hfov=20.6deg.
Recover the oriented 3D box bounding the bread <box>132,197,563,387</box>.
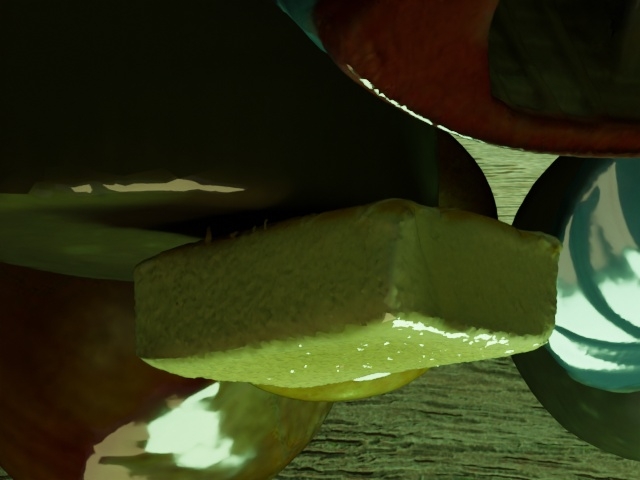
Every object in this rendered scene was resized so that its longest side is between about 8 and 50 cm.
[{"bbox_3d":[0.012,0.028,0.874,0.125,0.068,0.188,11,163,-43],"label":"bread"}]

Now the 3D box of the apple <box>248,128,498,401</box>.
[{"bbox_3d":[0.000,0.000,1.234,0.236,0.237,0.207,7,-179,-21],"label":"apple"}]

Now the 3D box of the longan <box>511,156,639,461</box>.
[{"bbox_3d":[0.256,0.026,1.196,0.300,0.243,0.300,-10,-172,1],"label":"longan"}]

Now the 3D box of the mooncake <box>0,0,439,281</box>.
[{"bbox_3d":[-0.074,-0.069,0.952,0.284,0.156,0.284,3,171,0],"label":"mooncake"}]

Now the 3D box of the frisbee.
[{"bbox_3d":[0.242,-0.016,0.924,0.289,0.049,0.289,-21,141,-18],"label":"frisbee"}]

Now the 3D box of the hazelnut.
[{"bbox_3d":[-0.157,0.070,1.470,0.365,0.366,0.366,3,172,0],"label":"hazelnut"}]

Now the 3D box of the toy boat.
[{"bbox_3d":[0.132,-0.098,0.610,0.392,0.136,0.079,-12,-147,-39],"label":"toy boat"}]
